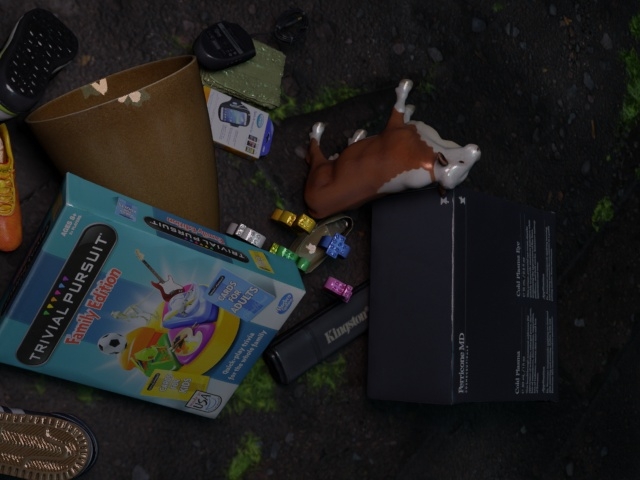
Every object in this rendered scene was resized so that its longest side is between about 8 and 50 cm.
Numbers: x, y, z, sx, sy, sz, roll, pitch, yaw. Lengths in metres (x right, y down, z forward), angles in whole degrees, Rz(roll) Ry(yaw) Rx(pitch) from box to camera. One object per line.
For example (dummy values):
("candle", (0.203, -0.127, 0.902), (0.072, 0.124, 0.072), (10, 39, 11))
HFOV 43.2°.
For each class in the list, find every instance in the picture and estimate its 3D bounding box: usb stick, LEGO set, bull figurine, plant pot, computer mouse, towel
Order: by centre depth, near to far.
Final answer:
("plant pot", (-0.237, -0.093, 1.111), (0.237, 0.237, 0.254), (-33, 115, -32))
("LEGO set", (-0.024, 0.006, 1.259), (0.227, 0.093, 0.087), (30, 80, -12))
("bull figurine", (0.099, -0.135, 1.284), (0.101, 0.310, 0.188), (37, 46, -44))
("computer mouse", (-0.108, -0.322, 1.294), (0.242, 0.041, 0.071), (-28, 80, -38))
("towel", (-0.126, -0.279, 1.308), (0.148, 0.027, 0.110), (14, 75, -30))
("usb stick", (0.023, 0.142, 1.338), (0.278, 0.045, 0.077), (-30, 99, -32))

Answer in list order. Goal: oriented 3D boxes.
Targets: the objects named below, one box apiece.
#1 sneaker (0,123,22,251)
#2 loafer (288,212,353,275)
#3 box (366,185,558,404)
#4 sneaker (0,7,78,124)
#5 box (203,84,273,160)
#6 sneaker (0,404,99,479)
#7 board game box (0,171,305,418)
("sneaker", (-0.428, -0.071, 1.062), (0.064, 0.067, 0.175), (-13, 93, -35))
("loafer", (0.000, 0.000, 1.339), (0.056, 0.050, 0.148), (50, 61, -18))
("box", (0.248, 0.102, 1.379), (0.312, 0.179, 0.343), (11, 77, -44))
("sneaker", (-0.403, -0.228, 1.075), (0.084, 0.097, 0.234), (46, 29, -25))
("box", (-0.140, -0.182, 1.287), (0.136, 0.028, 0.081), (21, 73, -32))
("sneaker", (-0.416, 0.241, 1.023), (0.282, 0.153, 0.099), (16, 75, 1))
("board game box", (-0.229, 0.089, 1.074), (0.336, 0.079, 0.254), (22, 115, -29))
